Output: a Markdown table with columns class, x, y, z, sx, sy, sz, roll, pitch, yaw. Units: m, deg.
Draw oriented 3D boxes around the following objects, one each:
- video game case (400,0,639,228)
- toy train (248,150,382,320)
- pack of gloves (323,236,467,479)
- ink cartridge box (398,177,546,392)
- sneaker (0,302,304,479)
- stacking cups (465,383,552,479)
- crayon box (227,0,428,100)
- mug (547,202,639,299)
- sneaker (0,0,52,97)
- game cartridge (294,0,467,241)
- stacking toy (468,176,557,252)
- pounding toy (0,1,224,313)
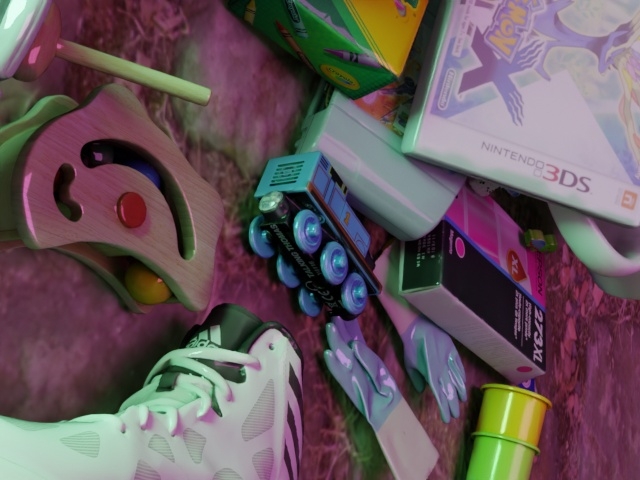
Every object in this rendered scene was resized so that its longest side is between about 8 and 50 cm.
| class | x | y | z | sx | sy | sz | roll | pitch | yaw |
| --- | --- | --- | --- | --- | --- | --- | --- | --- | --- |
| video game case | 0.262 | -0.209 | 1.164 | 0.300 | 0.036 | 0.329 | 16 | 88 | -21 |
| toy train | 0.000 | 0.000 | 1.079 | 0.184 | 0.080 | 0.105 | 53 | 45 | -38 |
| pack of gloves | 0.079 | 0.144 | 1.222 | 0.195 | 0.046 | 0.232 | -46 | 114 | -43 |
| ink cartridge box | 0.213 | 0.055 | 1.344 | 0.371 | 0.069 | 0.176 | 40 | 47 | -48 |
| sneaker | -0.151 | 0.146 | 0.847 | 0.447 | 0.169 | 0.258 | 45 | 47 | -52 |
| stacking cups | 0.205 | 0.339 | 1.340 | 0.096 | 0.096 | 0.316 | 39 | 63 | -45 |
| crayon box | 0.037 | -0.302 | 1.082 | 0.165 | 0.081 | 0.278 | 33 | 63 | -25 |
| mug | 0.386 | -0.109 | 1.351 | 0.374 | 0.276 | 0.328 | -47 | 114 | -41 |
| sneaker | -0.312 | -0.076 | 0.657 | 0.180 | 0.124 | 0.321 | 29 | 79 | -27 |
| game cartridge | 0.097 | -0.161 | 1.178 | 0.198 | 0.062 | 0.297 | 31 | 64 | -23 |
| stacking toy | 0.238 | -0.098 | 1.354 | 0.221 | 0.052 | 0.167 | 40 | 35 | -45 |
| pounding toy | -0.157 | -0.037 | 0.809 | 0.269 | 0.154 | 0.154 | 51 | 48 | -39 |
